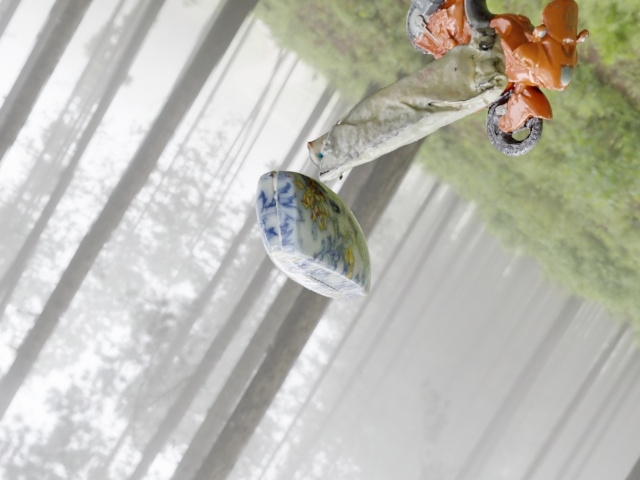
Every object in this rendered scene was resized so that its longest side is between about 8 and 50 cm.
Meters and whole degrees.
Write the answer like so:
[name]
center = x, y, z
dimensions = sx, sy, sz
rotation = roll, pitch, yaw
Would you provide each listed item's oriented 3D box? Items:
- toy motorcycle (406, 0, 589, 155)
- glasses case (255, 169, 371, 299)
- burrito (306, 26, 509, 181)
[toy motorcycle]
center = 0.248, -0.296, 1.270
dimensions = 0.147, 0.221, 0.326
rotation = -8, -124, -45
[glasses case]
center = 0.000, 0.000, 0.818
dimensions = 0.065, 0.087, 0.248
rotation = -13, 165, 15
[burrito]
center = 0.059, -0.092, 0.641
dimensions = 0.042, 0.171, 0.051
rotation = 35, -142, -48
